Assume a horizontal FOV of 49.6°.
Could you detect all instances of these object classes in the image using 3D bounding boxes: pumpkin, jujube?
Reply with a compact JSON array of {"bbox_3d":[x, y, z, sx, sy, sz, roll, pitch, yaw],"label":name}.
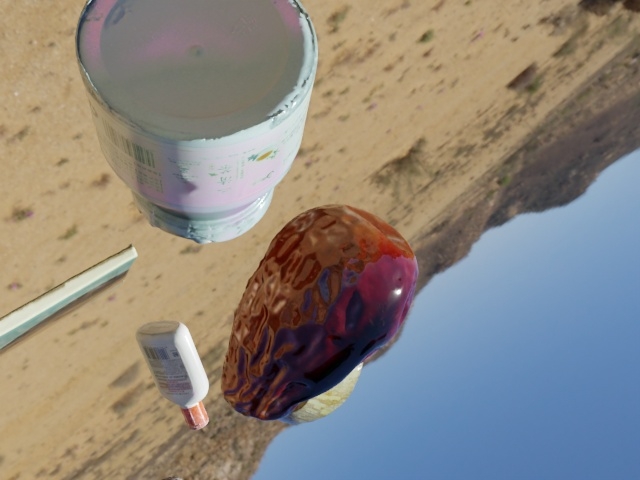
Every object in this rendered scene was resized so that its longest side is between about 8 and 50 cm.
[{"bbox_3d":[-0.049,0.165,1.025,0.217,0.217,0.110,-39,157,14],"label":"pumpkin"},{"bbox_3d":[-0.007,0.076,0.696,0.236,0.168,0.168,-56,172,9],"label":"jujube"}]

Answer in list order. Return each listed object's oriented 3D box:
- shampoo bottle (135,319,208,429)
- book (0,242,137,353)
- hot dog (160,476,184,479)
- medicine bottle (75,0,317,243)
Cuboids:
[{"bbox_3d":[-0.256,0.246,1.253,0.108,0.221,0.051,-5,-153,22],"label":"shampoo bottle"},{"bbox_3d":[-0.438,0.132,0.981,0.379,0.031,0.264,-33,-178,-26],"label":"book"},{"bbox_3d":[-0.283,0.441,1.013,0.252,0.069,0.131,-35,145,-20],"label":"hot dog"},{"bbox_3d":[-0.139,-0.144,0.810,0.245,0.245,0.290,-36,166,-21],"label":"medicine bottle"}]
